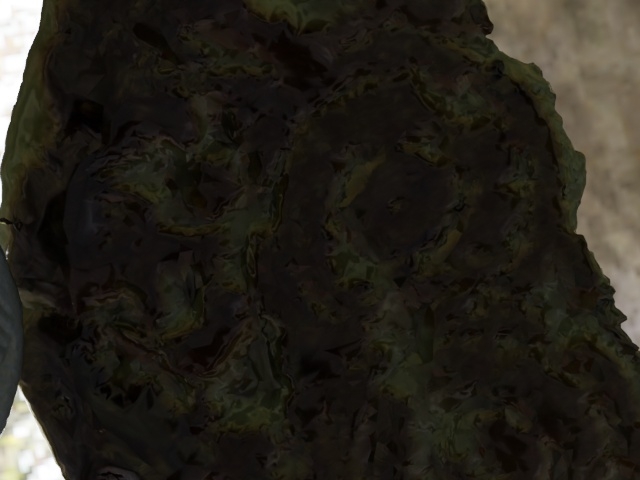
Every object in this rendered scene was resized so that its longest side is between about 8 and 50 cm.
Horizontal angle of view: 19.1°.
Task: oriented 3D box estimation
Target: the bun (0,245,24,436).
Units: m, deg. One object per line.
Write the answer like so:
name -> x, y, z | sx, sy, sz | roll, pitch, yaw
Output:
bun -> -0.186, 0.040, 0.758 | 0.083, 0.141, 0.141 | 3, 0, 43

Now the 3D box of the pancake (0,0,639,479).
pancake -> -0.005, 0.002, 0.857 | 0.304, 0.427, 0.067 | -18, 8, 12
